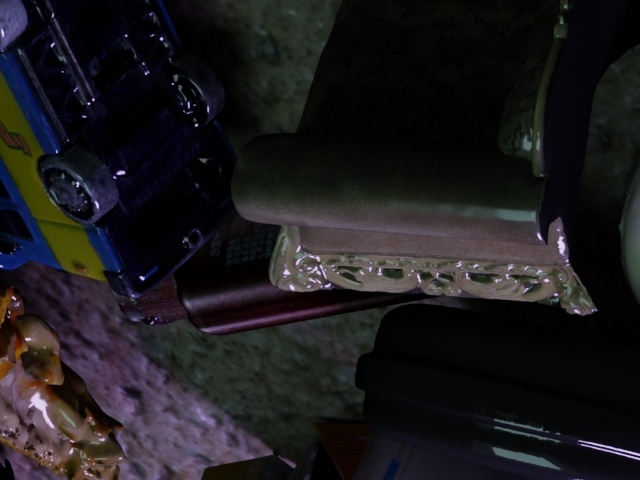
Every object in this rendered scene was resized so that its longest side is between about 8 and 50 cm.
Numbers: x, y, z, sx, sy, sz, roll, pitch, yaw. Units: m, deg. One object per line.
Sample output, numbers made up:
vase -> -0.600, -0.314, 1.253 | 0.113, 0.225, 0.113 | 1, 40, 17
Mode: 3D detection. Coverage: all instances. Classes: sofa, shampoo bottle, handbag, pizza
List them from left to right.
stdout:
pizza -> -0.292, 0.048, 1.390 | 0.406, 0.130, 0.440 | 43, 167, -33
shampoo bottle -> 0.000, 0.000, 1.237 | 0.323, 0.129, 0.084 | -13, 132, 34
sofa -> 0.069, -0.100, 1.025 | 0.200, 0.258, 0.182 | 4, 143, 26
handbag -> 0.168, 0.110, 1.177 | 0.308, 0.093, 0.254 | 16, 176, -27

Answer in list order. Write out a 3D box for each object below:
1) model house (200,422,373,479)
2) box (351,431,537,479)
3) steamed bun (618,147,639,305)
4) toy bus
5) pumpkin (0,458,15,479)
model house -> 0.006, 0.227, 1.377 | 0.207, 0.219, 0.136 | 32, 130, -3
box -> 0.137, 0.202, 1.328 | 0.233, 0.149, 0.067 | 34, 133, -4
steamed bun -> 0.274, -0.025, 1.070 | 0.177, 0.131, 0.228 | 35, 138, 9
toy bus -> -0.181, -0.115, 1.192 | 0.175, 0.138, 0.288 | 10, 135, 43
pumpkin -> -0.410, 0.237, 1.544 | 0.295, 0.296, 0.296 | 14, 134, 15
